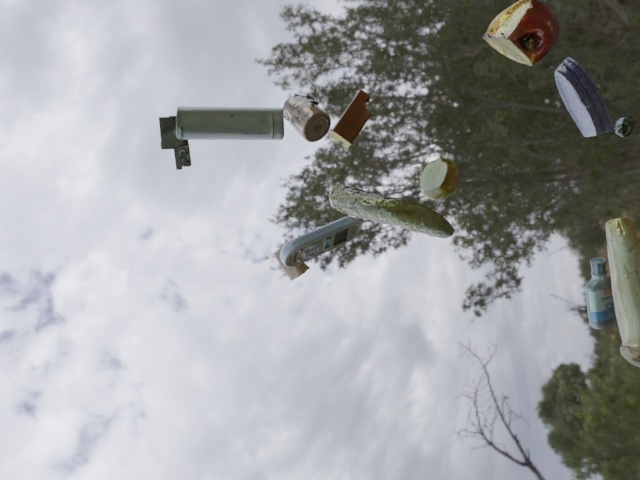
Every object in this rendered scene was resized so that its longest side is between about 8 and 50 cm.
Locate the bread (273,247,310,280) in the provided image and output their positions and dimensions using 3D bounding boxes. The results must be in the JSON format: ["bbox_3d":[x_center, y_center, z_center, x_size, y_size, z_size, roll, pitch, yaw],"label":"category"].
[{"bbox_3d":[-0.124,0.090,2.312,0.152,0.077,0.105,60,-161,-6],"label":"bread"}]

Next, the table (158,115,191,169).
[{"bbox_3d":[-0.492,-0.332,1.812,0.146,0.063,0.175,-95,2,-75],"label":"table"}]

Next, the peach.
[{"bbox_3d":[0.589,-0.597,1.538,0.154,0.158,0.267,40,-166,-13],"label":"peach"}]

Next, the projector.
[{"bbox_3d":[-0.287,-0.374,1.714,0.108,0.338,0.108,179,90,-81],"label":"projector"}]

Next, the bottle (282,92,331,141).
[{"bbox_3d":[-0.046,-0.344,1.451,0.152,0.099,0.099,51,-173,36],"label":"bottle"}]

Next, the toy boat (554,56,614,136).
[{"bbox_3d":[0.873,-0.475,1.778,0.282,0.078,0.127,59,-176,-5],"label":"toy boat"}]

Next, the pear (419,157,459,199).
[{"bbox_3d":[0.398,-0.194,1.736,0.104,0.141,0.140,18,-115,-28],"label":"pear"}]

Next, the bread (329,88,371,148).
[{"bbox_3d":[0.118,-0.424,1.858,0.088,0.049,0.226,34,-118,-2],"label":"bread"}]

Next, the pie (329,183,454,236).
[{"bbox_3d":[0.167,-0.067,1.256,0.323,0.324,0.070,11,-84,-62],"label":"pie"}]

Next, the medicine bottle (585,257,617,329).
[{"bbox_3d":[0.813,0.152,1.543,0.053,0.090,0.208,-127,21,-73],"label":"medicine bottle"}]

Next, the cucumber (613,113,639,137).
[{"bbox_3d":[0.775,-0.288,1.325,0.250,0.056,0.055,-17,-80,-41],"label":"cucumber"}]

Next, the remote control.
[{"bbox_3d":[0.000,0.000,1.424,0.245,0.047,0.087,-24,-35,-25],"label":"remote control"}]

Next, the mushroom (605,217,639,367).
[{"bbox_3d":[0.696,0.117,1.190,0.107,0.088,0.332,28,-123,-54],"label":"mushroom"}]
